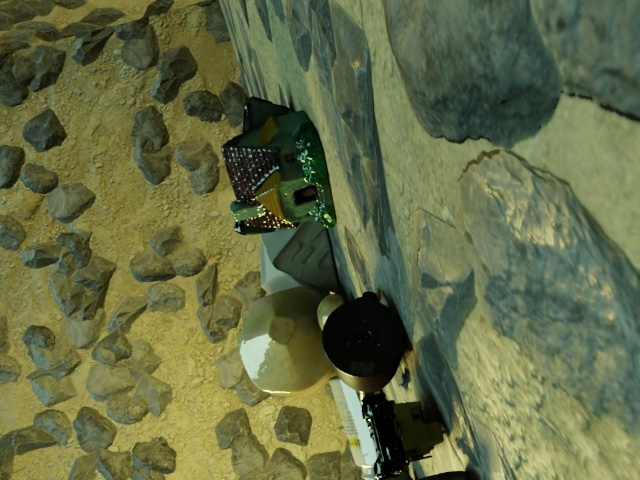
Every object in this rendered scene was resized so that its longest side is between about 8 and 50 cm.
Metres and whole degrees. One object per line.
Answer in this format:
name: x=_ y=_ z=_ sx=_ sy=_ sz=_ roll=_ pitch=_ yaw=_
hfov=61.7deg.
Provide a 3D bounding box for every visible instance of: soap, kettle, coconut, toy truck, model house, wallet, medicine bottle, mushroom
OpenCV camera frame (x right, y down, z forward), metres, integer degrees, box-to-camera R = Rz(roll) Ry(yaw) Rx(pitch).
soap: x=0.000 y=0.000 z=1.674 sx=0.302 sy=0.258 sz=0.159 roll=25 pitch=-156 yaw=-30
kettle: x=0.085 y=0.201 z=1.051 sx=0.232 sy=0.144 sz=0.202 roll=78 pitch=-168 yaw=-61
coconut: x=-0.083 y=0.308 z=1.640 sx=0.352 sy=0.353 sz=0.352 roll=163 pitch=90 yaw=-84
toy truck: x=0.144 y=0.355 z=0.969 sx=0.257 sy=0.127 sz=0.127 roll=82 pitch=175 yaw=-62
model house: x=-0.121 y=-0.154 z=1.344 sx=0.230 sy=0.249 sz=0.280 roll=-115 pitch=10 yaw=-49
wallet: x=-0.164 y=-0.204 z=1.527 sx=0.191 sy=0.046 sz=0.379 roll=-5 pitch=-77 yaw=-60
medicine bottle: x=0.135 y=0.536 z=1.538 sx=0.179 sy=0.124 sz=0.324 roll=-37 pitch=67 yaw=60
mushroom: x=0.050 y=0.218 z=1.493 sx=0.148 sy=0.112 sz=0.148 roll=162 pitch=90 yaw=-87

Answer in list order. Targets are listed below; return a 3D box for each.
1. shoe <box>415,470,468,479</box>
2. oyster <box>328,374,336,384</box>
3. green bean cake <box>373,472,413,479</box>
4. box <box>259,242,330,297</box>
shoe: x=0.196 y=0.466 z=0.838 sx=0.137 sy=0.114 sz=0.291 roll=-106 pitch=0 yaw=-51
oyster: x=0.065 y=0.420 z=1.829 sx=0.221 sy=0.096 sz=0.361 roll=30 pitch=-155 yaw=-27
green bean cake: x=0.218 y=0.719 z=1.343 sx=0.222 sy=0.125 sz=0.227 roll=-120 pitch=12 yaw=-54
box: x=-0.085 y=0.132 z=1.864 sx=0.274 sy=0.116 sz=0.203 roll=44 pitch=-156 yaw=-36
